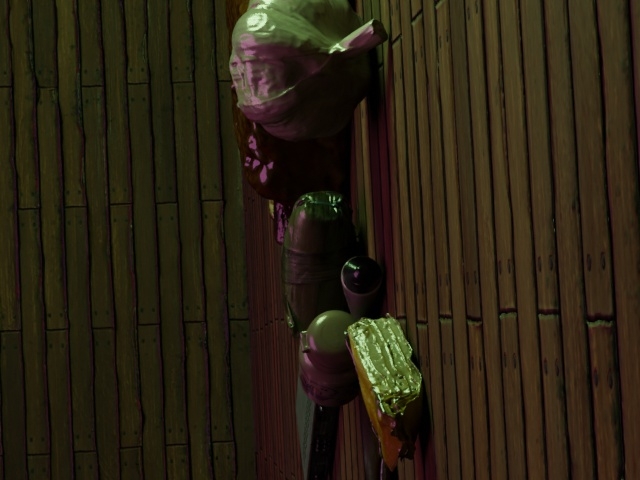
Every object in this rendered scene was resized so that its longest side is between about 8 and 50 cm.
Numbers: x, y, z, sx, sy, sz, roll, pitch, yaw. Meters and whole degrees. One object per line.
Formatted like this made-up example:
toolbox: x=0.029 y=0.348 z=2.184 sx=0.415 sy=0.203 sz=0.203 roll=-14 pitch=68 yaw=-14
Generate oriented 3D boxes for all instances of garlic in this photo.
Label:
garlic: x=0.003 y=-0.235 z=1.823 sx=0.212 sy=0.218 sz=0.219 roll=-3 pitch=90 yaw=48

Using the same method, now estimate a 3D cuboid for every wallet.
wallet: x=0.077 y=0.322 z=1.888 sx=0.137 sy=0.031 sz=0.255 roll=164 pitch=103 yaw=-81

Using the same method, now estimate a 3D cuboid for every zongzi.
zongzi: x=0.000 y=0.000 z=2.095 sx=0.242 sy=0.112 sz=0.221 roll=-90 pitch=4 yaw=-62

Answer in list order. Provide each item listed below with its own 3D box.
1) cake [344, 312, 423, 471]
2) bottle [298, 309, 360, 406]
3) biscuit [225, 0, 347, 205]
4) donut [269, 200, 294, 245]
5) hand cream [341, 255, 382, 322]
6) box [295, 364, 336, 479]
cake: x=0.087 y=0.181 z=1.692 sx=0.185 sy=0.079 sz=0.116 roll=-123 pitch=17 yaw=-56
bottle: x=0.025 y=0.158 z=1.952 sx=0.209 sy=0.110 sz=0.097 roll=95 pitch=167 yaw=-70
biscuit: x=-0.056 y=-0.272 z=2.183 sx=0.343 sy=0.166 sz=0.395 roll=-106 pitch=14 yaw=-67
donut: x=-0.043 y=-0.071 z=2.440 sx=0.217 sy=0.085 sz=0.141 roll=-113 pitch=22 yaw=-74
hand cream: x=0.054 y=0.069 z=1.923 sx=0.186 sy=0.054 sz=0.087 roll=90 pitch=172 yaw=-72
box: x=-0.007 y=0.271 z=2.427 sx=0.211 sy=0.045 sz=0.270 roll=-101 pitch=12 yaw=-46
